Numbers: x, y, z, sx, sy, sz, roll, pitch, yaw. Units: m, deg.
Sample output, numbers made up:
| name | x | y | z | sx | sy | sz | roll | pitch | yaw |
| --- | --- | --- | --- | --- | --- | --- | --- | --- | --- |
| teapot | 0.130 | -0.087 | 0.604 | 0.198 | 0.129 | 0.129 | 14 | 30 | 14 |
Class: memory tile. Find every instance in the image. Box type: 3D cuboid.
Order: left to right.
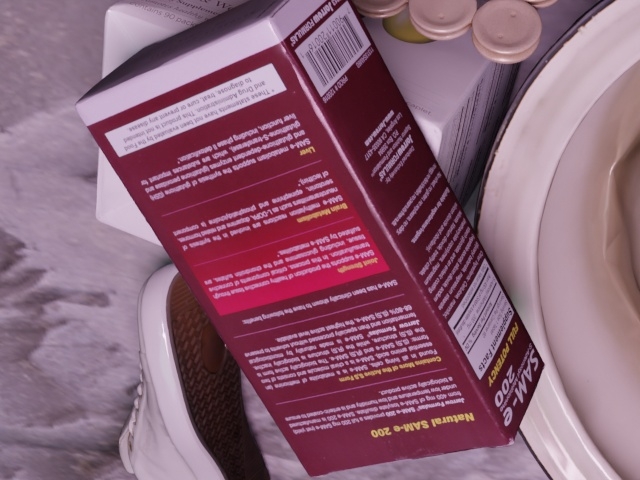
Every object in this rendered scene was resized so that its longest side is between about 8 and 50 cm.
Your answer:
| name | x | y | z | sx | sy | sz | roll | pitch | yaw |
| --- | --- | --- | --- | --- | --- | --- | --- | --- | --- |
| memory tile | 0.087 | -0.169 | 0.684 | 0.113 | 0.148 | 0.012 | 19 | 156 | 14 |

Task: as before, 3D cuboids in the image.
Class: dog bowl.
| name | x | y | z | sx | sy | sz | roll | pitch | yaw |
| --- | --- | --- | --- | --- | --- | --- | --- | --- | --- |
| dog bowl | 0.294 | 0.019 | 0.657 | 0.408 | 0.150 | 0.408 | 15 | 120 | 28 |

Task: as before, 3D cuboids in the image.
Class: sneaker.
| name | x | y | z | sx | sy | sz | roll | pitch | yaw |
| --- | --- | --- | --- | --- | --- | --- | --- | --- | --- |
| sneaker | -0.130 | 0.144 | 1.035 | 0.123 | 0.106 | 0.290 | 5 | 126 | 22 |

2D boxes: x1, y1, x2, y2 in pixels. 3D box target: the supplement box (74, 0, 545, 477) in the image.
| name | x | y | z | sx | sy | sz | roll | pitch | yaw |
| --- | --- | --- | --- | --- | --- | --- | --- | --- | --- |
| supplement box | 0.000 | 0.000 | 0.618 | 0.130 | 0.073 | 0.239 | -16 | 112 | 35 |

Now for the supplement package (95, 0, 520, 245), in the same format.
| name | x | y | z | sx | sy | sz | roll | pitch | yaw |
| --- | --- | --- | --- | --- | --- | --- | --- | --- | --- |
| supplement package | 0.002 | -0.086 | 0.741 | 0.194 | 0.203 | 0.149 | 21 | 129 | 12 |
